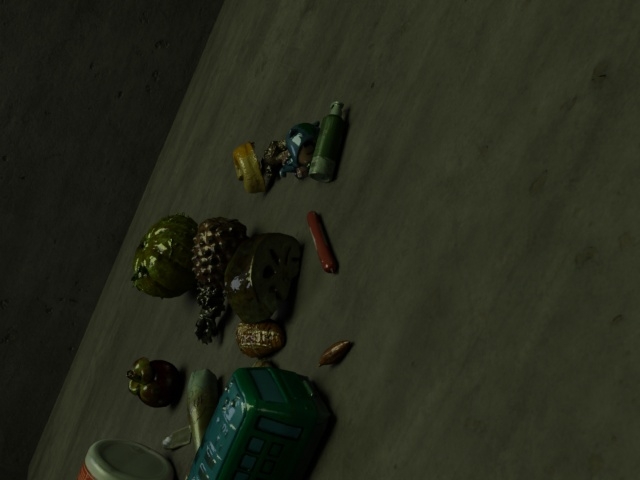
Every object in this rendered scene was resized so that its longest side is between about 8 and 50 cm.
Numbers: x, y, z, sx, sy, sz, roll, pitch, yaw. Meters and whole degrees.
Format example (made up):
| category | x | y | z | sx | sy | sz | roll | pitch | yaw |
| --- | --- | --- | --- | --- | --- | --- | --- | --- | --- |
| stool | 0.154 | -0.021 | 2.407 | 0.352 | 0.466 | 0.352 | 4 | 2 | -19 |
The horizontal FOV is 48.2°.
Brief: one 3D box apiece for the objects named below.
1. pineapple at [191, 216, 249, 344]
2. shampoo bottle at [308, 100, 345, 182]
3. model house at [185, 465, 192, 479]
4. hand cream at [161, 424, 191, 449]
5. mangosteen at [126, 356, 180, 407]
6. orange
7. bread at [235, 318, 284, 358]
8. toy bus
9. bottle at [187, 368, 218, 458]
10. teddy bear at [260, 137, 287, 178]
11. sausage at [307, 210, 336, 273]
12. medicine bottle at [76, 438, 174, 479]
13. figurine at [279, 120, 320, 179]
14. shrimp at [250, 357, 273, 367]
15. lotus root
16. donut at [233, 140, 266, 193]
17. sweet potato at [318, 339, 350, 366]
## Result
| category | x | y | z | sx | sy | sz | roll | pitch | yaw |
| --- | --- | --- | --- | --- | --- | --- | --- | --- | --- |
| pineapple | -0.299 | 0.117 | 2.064 | 0.175 | 0.174 | 0.362 | -140 | 58 | -64 |
| shampoo bottle | 0.021 | -0.248 | 1.771 | 0.065 | 0.065 | 0.205 | -12 | 61 | 61 |
| model house | -0.349 | 0.665 | 1.693 | 0.271 | 0.190 | 0.301 | -35 | 41 | 54 |
| hand cream | -0.416 | 0.577 | 2.085 | 0.165 | 0.037 | 0.057 | -32 | 44 | 42 |
| mangosteen | -0.527 | 0.447 | 2.219 | 0.156 | 0.181 | 0.146 | 31 | 114 | 42 |
| orange | -0.500 | 0.060 | 2.407 | 0.300 | 0.223 | 0.301 | -54 | 26 | -2 |
| bread | -0.164 | 0.236 | 1.773 | 0.233 | 0.075 | 0.105 | -2 | 68 | 65 |
| toy bus | -0.139 | 0.430 | 1.437 | 0.344 | 0.199 | 0.183 | -67 | 26 | 10 |
| bottle | -0.311 | 0.468 | 1.883 | 0.083 | 0.083 | 0.270 | -49 | 33 | 37 |
| teddy bear | -0.132 | -0.242 | 2.056 | 0.160 | 0.077 | 0.120 | -27 | 52 | 54 |
| sausage | 0.000 | 0.000 | 1.664 | 0.034 | 0.034 | 0.253 | -57 | 28 | 25 |
| medicine bottle | -0.567 | 0.719 | 2.013 | 0.241 | 0.252 | 0.252 | -67 | 25 | 4 |
| figurine | -0.040 | -0.211 | 1.840 | 0.145 | 0.114 | 0.178 | 65 | 146 | 27 |
| shrimp | -0.192 | 0.451 | 1.683 | 0.233 | 0.071 | 0.365 | -3 | 67 | 69 |
| lotus root | -0.144 | 0.077 | 1.745 | 0.119 | 0.138 | 0.235 | -23 | 41 | 52 |
| donut | -0.215 | -0.222 | 2.141 | 0.181 | 0.078 | 0.146 | -116 | 12 | -58 |
| sweet potato | 0.030 | 0.226 | 1.440 | 0.095 | 0.034 | 0.034 | -39 | 37 | 30 |
